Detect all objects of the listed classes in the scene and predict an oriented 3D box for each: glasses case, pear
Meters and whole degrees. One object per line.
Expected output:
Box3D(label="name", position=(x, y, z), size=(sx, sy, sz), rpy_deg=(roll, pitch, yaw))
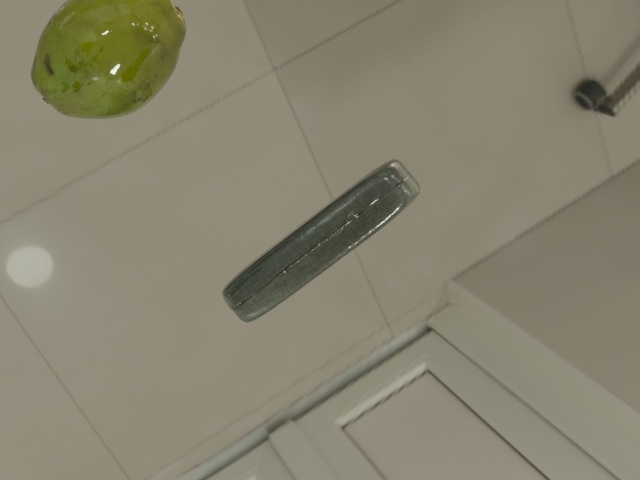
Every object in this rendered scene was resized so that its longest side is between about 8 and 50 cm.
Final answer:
Box3D(label="glasses case", position=(0.000, 0.000, 1.347), size=(0.323, 0.131, 0.074), rpy_deg=(-37, 94, 13))
Box3D(label="pear", position=(-0.346, -0.310, 1.522), size=(0.269, 0.212, 0.212), rpy_deg=(-40, 121, -2))
